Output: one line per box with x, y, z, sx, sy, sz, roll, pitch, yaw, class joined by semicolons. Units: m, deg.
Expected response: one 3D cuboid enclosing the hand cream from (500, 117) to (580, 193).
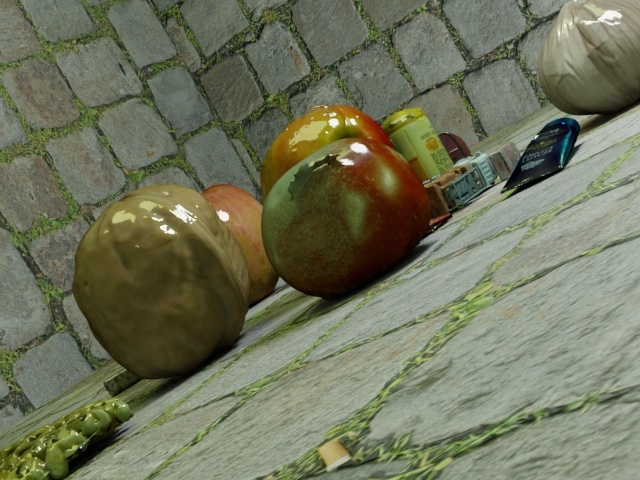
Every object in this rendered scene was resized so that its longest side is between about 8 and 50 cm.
0.414;-0.154;1.722;0.120;0.061;0.270;-23;14;33;hand cream

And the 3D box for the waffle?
-0.455;0.350;1.534;0.317;0.073;0.297;-32;4;-31;waffle

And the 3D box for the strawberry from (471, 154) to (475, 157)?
0.368;-0.200;2.584;0.121;0.082;0.188;-33;6;0;strawberry

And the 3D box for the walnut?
-0.308;0.078;1.845;0.381;0.381;0.381;-30;3;2;walnut

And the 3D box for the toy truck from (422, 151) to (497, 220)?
0.297;-0.120;1.943;0.178;0.080;0.115;-34;9;-35;toy truck

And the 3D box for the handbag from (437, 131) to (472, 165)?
0.284;-0.178;2.418;0.225;0.146;0.135;-30;-3;13;handbag

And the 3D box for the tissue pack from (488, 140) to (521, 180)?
0.392;-0.167;1.969;0.035;0.063;0.083;-24;8;37;tissue pack

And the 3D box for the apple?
-0.271;0.041;2.533;0.364;0.363;0.364;-30;3;2;apple

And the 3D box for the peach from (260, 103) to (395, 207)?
0.021;-0.105;2.000;0.290;0.372;0.373;-15;-1;-15;peach

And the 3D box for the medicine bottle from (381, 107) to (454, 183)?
0.221;-0.174;2.061;0.124;0.238;0.124;-31;0;0;medicine bottle

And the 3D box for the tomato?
0.044;-0.048;1.659;0.303;0.239;0.303;-34;3;2;tomato

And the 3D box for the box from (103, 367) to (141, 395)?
-0.470;0.332;2.256;0.098;0.045;0.062;-33;3;-21;box

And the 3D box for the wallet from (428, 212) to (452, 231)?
0.167;-0.005;1.861;0.103;0.020;0.196;-34;4;-37;wallet

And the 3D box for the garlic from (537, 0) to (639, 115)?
0.603;-0.405;2.010;0.317;0.259;0.317;-28;7;4;garlic
